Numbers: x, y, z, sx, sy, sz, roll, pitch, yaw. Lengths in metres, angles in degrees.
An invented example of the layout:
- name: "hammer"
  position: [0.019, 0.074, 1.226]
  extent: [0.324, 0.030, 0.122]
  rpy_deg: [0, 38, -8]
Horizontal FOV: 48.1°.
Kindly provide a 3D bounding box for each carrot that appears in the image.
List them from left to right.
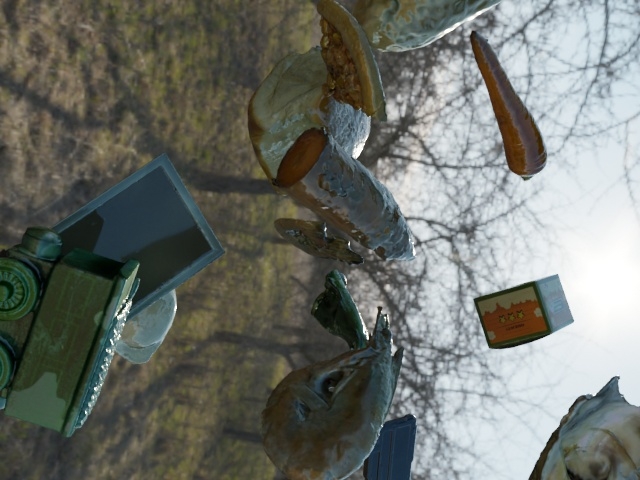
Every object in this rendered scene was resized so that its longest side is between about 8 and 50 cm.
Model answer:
- name: "carrot"
  position: [0.051, -0.040, 0.959]
  extent: [0.263, 0.102, 0.102]
  rpy_deg: [40, 43, -35]
- name: "carrot"
  position: [0.264, -0.184, 0.994]
  extent: [0.061, 0.061, 0.257]
  rpy_deg: [-81, 149, -49]

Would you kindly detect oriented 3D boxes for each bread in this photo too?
- name: "bread"
  position: [-0.020, -0.238, 1.491]
  extent: [0.279, 0.224, 0.250]
  rpy_deg: [71, 34, -47]

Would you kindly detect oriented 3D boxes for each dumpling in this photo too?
- name: "dumpling"
  position: [-0.431, 0.156, 1.689]
  extent: [0.131, 0.179, 0.252]
  rpy_deg: [-2, -116, 47]

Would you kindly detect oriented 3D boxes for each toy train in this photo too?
- name: "toy train"
  position: [-0.379, 0.118, 0.980]
  extent: [0.145, 0.201, 0.266]
  rpy_deg: [-121, -129, -79]

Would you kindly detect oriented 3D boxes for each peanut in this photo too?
- name: "peanut"
  position: [0.186, -0.401, 1.141]
  extent: [0.152, 0.313, 0.152]
  rpy_deg: [52, -11, 15]

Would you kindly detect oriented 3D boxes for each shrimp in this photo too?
- name: "shrimp"
  position: [-0.010, -0.010, 1.651]
  extent: [0.145, 0.254, 0.059]
  rpy_deg: [46, 70, -38]
- name: "shrimp"
  position: [0.024, 0.214, 1.052]
  extent: [0.077, 0.168, 0.317]
  rpy_deg: [97, 17, -45]

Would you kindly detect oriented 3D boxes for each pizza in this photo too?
- name: "pizza"
  position: [0.030, -0.219, 0.911]
  extent: [0.178, 0.041, 0.131]
  rpy_deg: [71, -21, 2]

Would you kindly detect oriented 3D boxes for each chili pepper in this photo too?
- name: "chili pepper"
  position: [0.040, 0.146, 1.399]
  extent: [0.216, 0.062, 0.108]
  rpy_deg: [-118, -137, -54]

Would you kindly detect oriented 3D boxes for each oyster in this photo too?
- name: "oyster"
  position: [0.431, 0.360, 1.156]
  extent: [0.100, 0.271, 0.275]
  rpy_deg: [-71, 138, -79]

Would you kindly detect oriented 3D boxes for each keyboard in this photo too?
- name: "keyboard"
  position: [0.119, 0.431, 1.284]
  extent: [0.016, 0.106, 0.262]
  rpy_deg: [35, -52, 56]

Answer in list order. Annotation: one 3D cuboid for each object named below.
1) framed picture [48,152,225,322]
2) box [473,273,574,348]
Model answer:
- name: "framed picture"
  position: [-0.305, 0.017, 1.122]
  extent: [0.017, 0.274, 0.217]
  rpy_deg: [35, -25, 51]
- name: "box"
  position: [0.530, 0.186, 1.862]
  extent: [0.195, 0.177, 0.148]
  rpy_deg: [-4, 76, -56]
